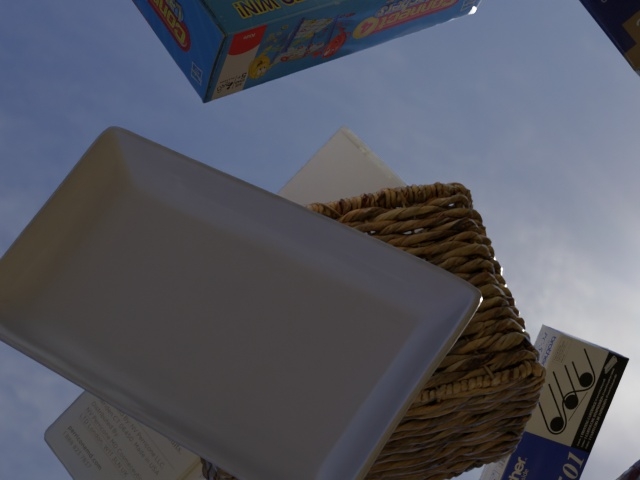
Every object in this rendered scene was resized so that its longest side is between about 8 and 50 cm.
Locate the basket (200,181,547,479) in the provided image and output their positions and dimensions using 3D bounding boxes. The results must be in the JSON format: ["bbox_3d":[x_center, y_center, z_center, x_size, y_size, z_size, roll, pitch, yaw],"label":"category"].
[{"bbox_3d":[0.022,0.107,1.298,0.299,0.213,0.223,-12,-123,-13],"label":"basket"}]

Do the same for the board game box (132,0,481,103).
[{"bbox_3d":[-0.045,-0.296,1.243,0.308,0.086,0.302,-22,-114,-31],"label":"board game box"}]

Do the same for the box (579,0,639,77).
[{"bbox_3d":[0.196,-0.233,0.927,0.225,0.136,0.036,57,-162,21],"label":"box"}]

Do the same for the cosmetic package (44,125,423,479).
[{"bbox_3d":[-0.046,0.121,1.520,0.161,0.453,0.230,47,-175,28],"label":"cosmetic package"}]

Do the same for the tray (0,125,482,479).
[{"bbox_3d":[-0.058,0.039,0.763,0.145,0.270,0.030,-54,-34,-18],"label":"tray"}]

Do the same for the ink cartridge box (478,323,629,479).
[{"bbox_3d":[0.254,0.206,1.574,0.097,0.046,0.207,20,-87,-22],"label":"ink cartridge box"}]

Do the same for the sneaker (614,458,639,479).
[{"bbox_3d":[0.204,0.189,0.971,0.185,0.084,0.070,-10,-102,-53],"label":"sneaker"}]
